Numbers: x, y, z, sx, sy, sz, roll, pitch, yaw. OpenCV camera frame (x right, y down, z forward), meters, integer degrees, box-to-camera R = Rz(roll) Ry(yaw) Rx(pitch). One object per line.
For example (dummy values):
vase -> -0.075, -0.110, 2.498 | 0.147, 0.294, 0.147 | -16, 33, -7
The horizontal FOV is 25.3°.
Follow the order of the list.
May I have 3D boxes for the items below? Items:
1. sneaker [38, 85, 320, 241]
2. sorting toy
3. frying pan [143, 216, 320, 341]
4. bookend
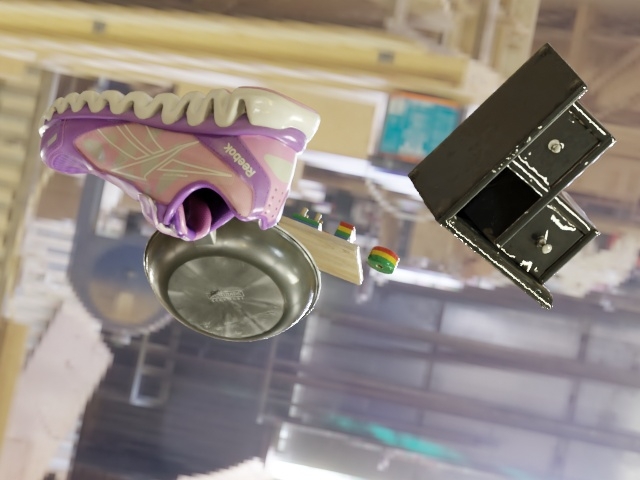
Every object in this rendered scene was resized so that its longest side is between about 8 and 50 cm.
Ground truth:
sneaker -> -0.114, -0.052, 1.041 | 0.236, 0.104, 0.095 | 2, 171, 31
sorting toy -> 0.000, 0.000, 2.239 | 0.275, 0.046, 0.132 | 21, 158, 15
frying pan -> -0.091, 0.001, 1.508 | 0.197, 0.053, 0.326 | 11, 137, 1
bookend -> 0.184, -0.049, 1.163 | 0.157, 0.156, 0.072 | 37, -164, -36
